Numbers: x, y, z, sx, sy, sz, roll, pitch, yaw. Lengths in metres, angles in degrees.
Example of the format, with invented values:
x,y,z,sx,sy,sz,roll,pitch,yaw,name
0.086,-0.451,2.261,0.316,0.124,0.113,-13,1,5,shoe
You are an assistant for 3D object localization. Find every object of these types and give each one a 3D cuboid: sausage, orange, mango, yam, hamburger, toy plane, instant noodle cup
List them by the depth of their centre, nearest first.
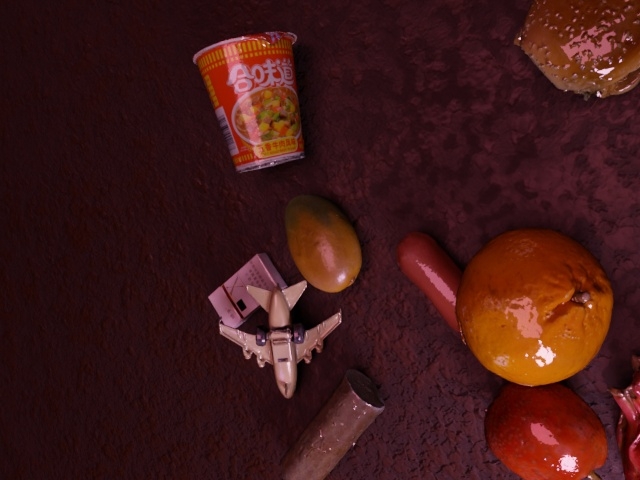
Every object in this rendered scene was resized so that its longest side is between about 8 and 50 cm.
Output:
x,y,z,sx,sy,sz,roll,pitch,yaw,name
0.385,-0.305,0.747,0.215,0.122,0.189,-44,73,21,hamburger
0.299,0.091,0.776,0.219,0.193,0.220,-4,104,-17,orange
0.199,0.068,0.905,0.077,0.077,0.194,-47,74,23,sausage
-0.109,-0.238,0.989,0.193,0.193,0.212,-9,98,28,instant noodle cup
0.000,0.000,0.997,0.130,0.091,0.195,-48,64,25,mango
0.016,0.356,1.015,0.093,0.093,0.259,41,111,18,yam
-0.071,0.191,1.033,0.228,0.092,0.245,-5,104,0,toy plane

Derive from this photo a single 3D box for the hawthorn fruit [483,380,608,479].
x,y,z,sx,sy,sz,roll,pitch,yaw,name
0.362,0.319,0.787,0.285,0.165,0.165,47,113,24,hawthorn fruit

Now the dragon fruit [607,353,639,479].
x,y,z,sx,sy,sz,roll,pitch,yaw,name
0.484,0.257,0.740,0.211,0.134,0.262,47,113,19,dragon fruit

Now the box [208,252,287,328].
x,y,z,sx,sy,sz,roll,pitch,yaw,name
-0.147,0.102,1.104,0.154,0.040,0.084,-40,78,23,box
